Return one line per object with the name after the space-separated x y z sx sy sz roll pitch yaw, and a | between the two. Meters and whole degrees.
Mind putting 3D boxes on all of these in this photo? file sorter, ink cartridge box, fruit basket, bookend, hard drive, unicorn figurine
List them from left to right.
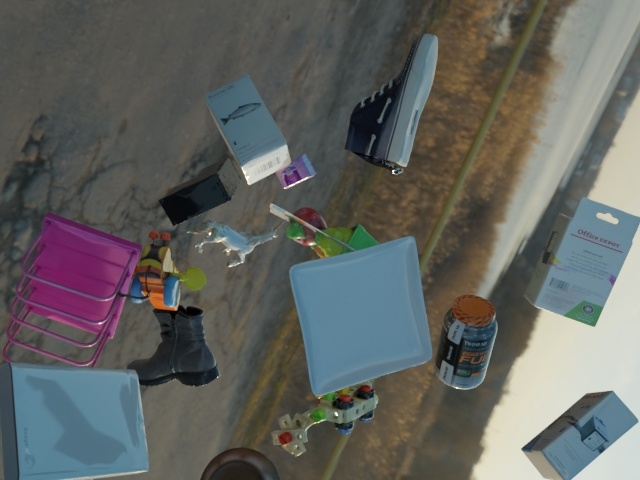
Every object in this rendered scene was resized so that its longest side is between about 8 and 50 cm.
-0.525 0.133 1.527 0.182 0.202 0.290 -81 -166 -52 | file sorter
-0.441 0.331 1.338 0.307 0.040 0.203 23 50 -59 | hard drive
-0.282 -0.120 1.746 0.157 0.072 0.156 -23 -161 11 | bookend
-0.158 0.000 1.371 0.162 0.060 0.111 13 143 -40 | unicorn figurine
0.000 0.000 2.155 0.327 0.353 0.165 162 -48 -85 | fruit basket
0.510 0.387 1.454 0.191 0.082 0.139 -37 170 -11 | ink cartridge box
0.783 0.054 2.201 0.119 0.207 0.353 -85 -165 -78 | ink cartridge box

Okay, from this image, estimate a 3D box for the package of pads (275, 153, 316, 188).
-0.053 -0.146 1.555 0.083 0.050 0.032 -22 -173 40 | package of pads

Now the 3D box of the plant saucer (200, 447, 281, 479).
-0.189 0.580 1.691 0.198 0.199 0.036 -61 168 -9 | plant saucer

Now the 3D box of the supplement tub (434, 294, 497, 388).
0.320 0.222 1.613 0.117 0.117 0.190 -44 146 -50 | supplement tub

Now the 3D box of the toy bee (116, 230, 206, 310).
-0.349 0.067 1.630 0.298 0.195 0.162 160 -60 -70 | toy bee

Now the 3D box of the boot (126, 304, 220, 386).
-0.431 0.285 2.060 0.118 0.338 0.222 -32 110 -58 | boot

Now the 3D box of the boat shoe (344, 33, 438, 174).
0.166 -0.342 1.776 0.127 0.158 0.340 4 103 -69 | boat shoe

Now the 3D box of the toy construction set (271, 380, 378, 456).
0.022 0.425 1.892 0.328 0.215 0.151 -30 119 -51 | toy construction set

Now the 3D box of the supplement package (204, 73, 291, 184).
-0.147 -0.225 1.498 0.105 0.179 0.105 -28 163 -5 | supplement package

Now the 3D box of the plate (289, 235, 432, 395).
0.083 0.150 1.506 0.045 0.277 0.278 -161 -122 -69 | plate
